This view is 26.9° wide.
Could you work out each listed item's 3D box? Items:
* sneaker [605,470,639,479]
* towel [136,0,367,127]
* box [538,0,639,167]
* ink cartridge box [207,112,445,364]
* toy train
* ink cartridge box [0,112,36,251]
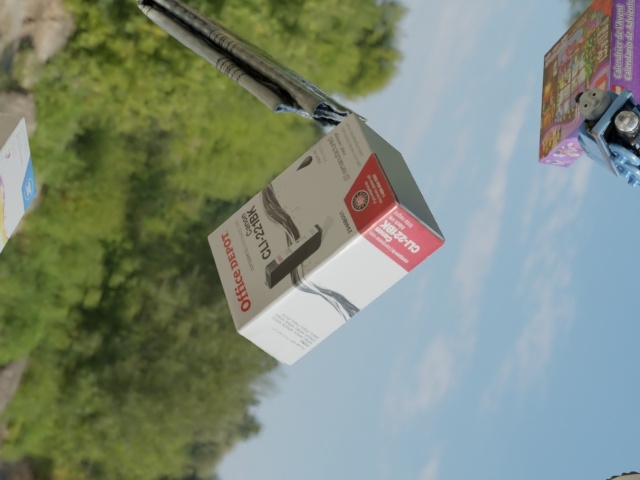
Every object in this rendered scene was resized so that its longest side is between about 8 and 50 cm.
[{"bbox_3d":[0.487,0.382,1.843,0.272,0.100,0.108,-7,-124,37],"label":"sneaker"},{"bbox_3d":[-0.096,-0.252,1.989,0.056,0.324,0.312,-58,167,7],"label":"towel"},{"bbox_3d":[0.426,-0.257,2.119,0.293,0.057,0.200,127,-30,-70],"label":"box"},{"bbox_3d":[0.000,0.000,1.742,0.273,0.114,0.197,-40,-139,17],"label":"ink cartridge box"},{"bbox_3d":[0.350,-0.123,1.560,0.080,0.105,0.184,-55,154,1],"label":"toy train"},{"bbox_3d":[-0.443,-0.045,1.692,0.231,0.078,0.134,-72,167,-47],"label":"ink cartridge box"}]
